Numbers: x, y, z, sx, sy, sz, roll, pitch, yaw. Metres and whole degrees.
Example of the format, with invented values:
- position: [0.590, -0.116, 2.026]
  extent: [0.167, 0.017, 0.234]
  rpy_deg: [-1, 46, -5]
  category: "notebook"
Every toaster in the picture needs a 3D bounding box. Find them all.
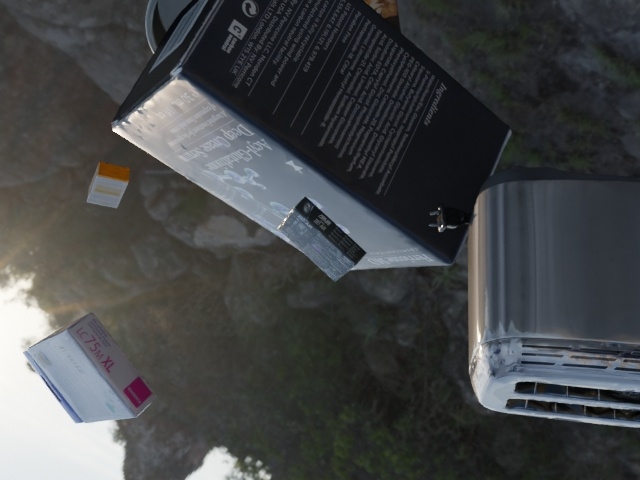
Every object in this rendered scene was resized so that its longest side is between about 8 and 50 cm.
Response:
- position: [0.185, 0.040, 0.492]
  extent: [0.227, 0.146, 0.129]
  rpy_deg: [5, 152, 7]
  category: "toaster"

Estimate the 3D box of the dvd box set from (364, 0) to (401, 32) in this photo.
- position: [-0.023, -0.422, 1.482]
  extent: [0.062, 0.421, 0.307]
  rpy_deg: [12, 113, 61]
  category: "dvd box set"

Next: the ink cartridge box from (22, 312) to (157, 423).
- position: [-0.427, 0.240, 1.306]
  extent: [0.311, 0.065, 0.185]
  rpy_deg: [-24, 104, 49]
  category: "ink cartridge box"

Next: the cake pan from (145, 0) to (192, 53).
- position: [-0.109, -0.333, 1.064]
  extent: [0.293, 0.293, 0.054]
  rpy_deg: [53, -159, -59]
  category: "cake pan"

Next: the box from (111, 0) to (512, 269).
- position: [-0.018, -0.146, 0.931]
  extent: [0.396, 0.211, 0.294]
  rpy_deg: [33, 161, -23]
  category: "box"

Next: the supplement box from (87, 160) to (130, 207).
- position: [-0.425, -0.111, 1.450]
  extent: [0.062, 0.036, 0.098]
  rpy_deg: [12, 143, -26]
  category: "supplement box"

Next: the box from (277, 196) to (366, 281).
- position: [0.000, 0.000, 0.730]
  extent: [0.083, 0.018, 0.067]
  rpy_deg: [42, 155, 0]
  category: "box"
